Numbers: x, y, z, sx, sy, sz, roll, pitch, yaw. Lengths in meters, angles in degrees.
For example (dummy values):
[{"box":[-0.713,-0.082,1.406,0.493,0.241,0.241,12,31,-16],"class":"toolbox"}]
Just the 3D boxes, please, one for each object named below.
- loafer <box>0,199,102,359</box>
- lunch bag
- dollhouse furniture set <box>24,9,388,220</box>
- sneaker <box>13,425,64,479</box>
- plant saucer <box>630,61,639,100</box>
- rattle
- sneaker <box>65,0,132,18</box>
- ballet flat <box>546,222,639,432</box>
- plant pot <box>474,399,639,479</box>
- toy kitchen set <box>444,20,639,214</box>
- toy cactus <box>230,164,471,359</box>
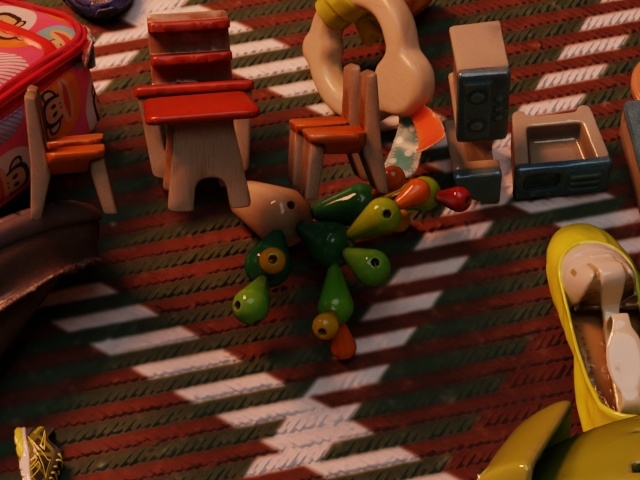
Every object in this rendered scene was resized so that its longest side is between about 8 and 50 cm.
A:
[{"box":[-0.314,0.090,1.264,0.366,0.134,0.130,-33,100,-24],"class":"loafer"},{"box":[-0.335,-0.134,1.385,0.293,0.120,0.258,20,43,30],"class":"lunch bag"},{"box":[-0.097,-0.107,1.274,0.262,0.135,0.259,-5,10,-7],"class":"dollhouse furniture set"},{"box":[-0.210,0.172,1.235,0.035,0.031,0.083,-15,55,-9],"class":"sneaker"},{"box":[0.318,-0.139,1.448,0.083,0.013,0.083,-2,54,2],"class":"plant saucer"},{"box":[0.084,-0.141,1.427,0.200,0.143,0.130,46,111,33],"class":"rattle"},{"box":[-0.230,-0.311,1.534,0.083,0.087,0.221,-16,75,-4],"class":"sneaker"},{"box":[0.225,0.063,1.266,0.077,0.077,0.231,-5,54,0],"class":"ballet flat"},{"box":[0.204,0.221,1.025,0.207,0.227,0.228,6,98,15],"class":"plant pot"},{"box":[0.211,-0.090,1.323,0.207,0.166,0.122,-6,54,-1],"class":"toy kitchen set"},{"box":[0.000,0.000,1.326,0.219,0.112,0.180,-41,43,-21],"class":"toy cactus"}]
